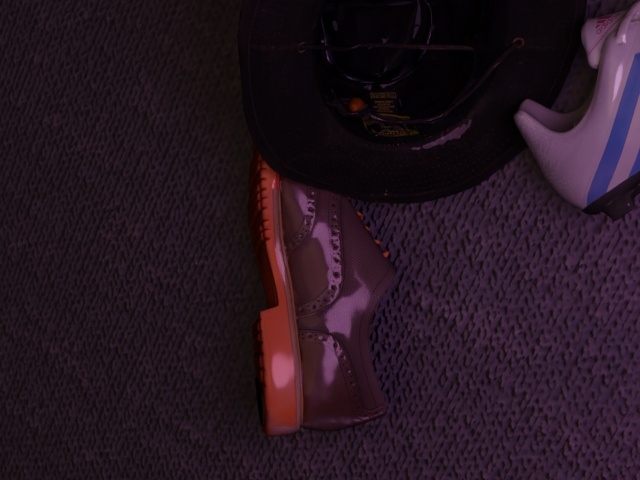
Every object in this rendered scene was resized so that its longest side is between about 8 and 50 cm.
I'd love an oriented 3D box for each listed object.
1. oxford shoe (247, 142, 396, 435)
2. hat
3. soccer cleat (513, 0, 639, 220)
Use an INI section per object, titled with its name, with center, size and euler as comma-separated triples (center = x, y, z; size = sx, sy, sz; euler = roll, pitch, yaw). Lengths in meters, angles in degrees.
[oxford shoe]
center = 0.000, 0.000, 1.062
size = 0.132, 0.130, 0.364
euler = -1, 87, -8
[hat]
center = 0.070, -0.196, 0.959
size = 0.331, 0.331, 0.134
euler = -43, 36, 22
[soccer cleat]
center = 0.299, -0.158, 0.883
size = 0.331, 0.116, 0.143
euler = -42, 89, 23
